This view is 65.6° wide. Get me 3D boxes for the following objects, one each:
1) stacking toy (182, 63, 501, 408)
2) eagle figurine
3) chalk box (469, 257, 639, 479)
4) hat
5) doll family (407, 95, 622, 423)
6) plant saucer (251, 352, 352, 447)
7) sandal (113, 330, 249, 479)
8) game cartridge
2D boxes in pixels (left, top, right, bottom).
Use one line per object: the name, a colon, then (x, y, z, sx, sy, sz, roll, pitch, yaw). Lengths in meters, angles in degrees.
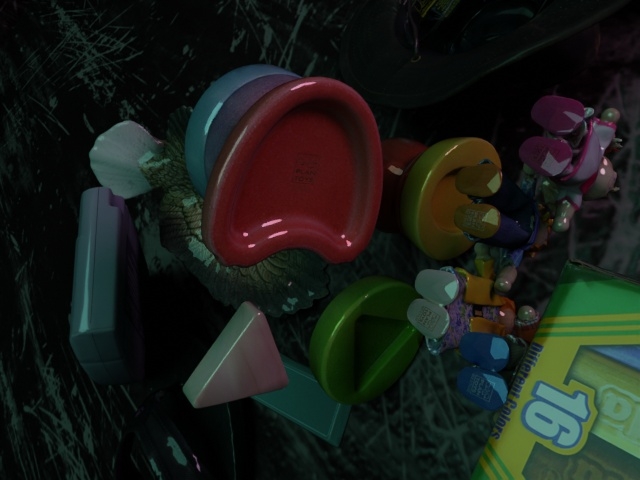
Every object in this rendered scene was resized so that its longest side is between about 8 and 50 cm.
stacking toy: (0.000, 0.000, 0.464, 0.130, 0.309, 0.279, 31, 104, 47)
eagle figurine: (-0.116, -0.070, 0.628, 0.225, 0.226, 0.298, -46, 45, -10)
chalk box: (0.260, 0.156, 0.268, 0.289, 0.180, 0.179, 26, 90, 41)
hat: (0.179, -0.216, 0.490, 0.331, 0.134, 0.331, -28, 41, 28)
doll family: (0.152, 0.011, 0.412, 0.118, 0.163, 0.262, 18, 90, 40)
plant saucer: (-0.046, 0.174, 0.595, 0.192, 0.018, 0.067, 14, 83, 38)
sandal: (-0.165, 0.312, 0.573, 0.168, 0.107, 0.445, -28, 60, 30)
game cartridge: (-0.264, 0.085, 0.648, 0.294, 0.060, 0.195, 116, 146, -64)
